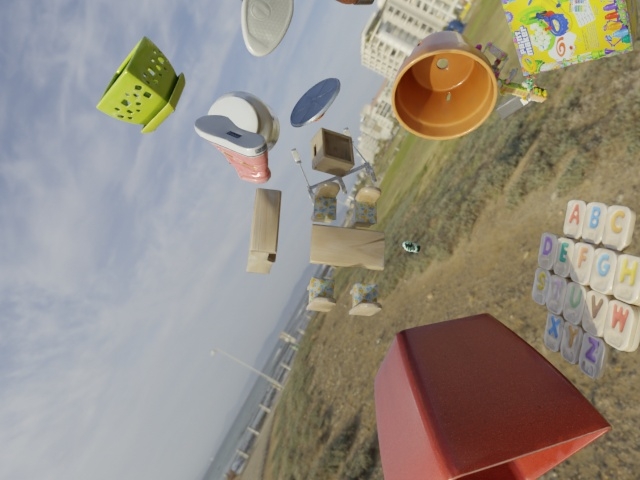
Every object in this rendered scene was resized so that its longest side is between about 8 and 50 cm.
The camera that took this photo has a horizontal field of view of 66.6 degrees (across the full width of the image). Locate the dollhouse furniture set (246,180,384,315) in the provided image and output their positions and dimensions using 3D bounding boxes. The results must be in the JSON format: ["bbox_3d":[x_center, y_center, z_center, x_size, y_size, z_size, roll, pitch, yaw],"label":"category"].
[{"bbox_3d":[0.000,0.000,1.376,0.256,0.394,0.362,120,154,-69],"label":"dollhouse furniture set"}]

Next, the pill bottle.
[{"bbox_3d":[-0.214,-0.319,1.358,0.176,0.176,0.318,-61,4,9],"label":"pill bottle"}]

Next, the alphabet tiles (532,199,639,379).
[{"bbox_3d":[0.441,0.073,0.824,0.284,0.021,0.278,-109,26,-80],"label":"alphabet tiles"}]

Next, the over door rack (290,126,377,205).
[{"bbox_3d":[0.047,-0.259,1.755,0.324,0.239,0.108,-111,-1,-49],"label":"over door rack"}]

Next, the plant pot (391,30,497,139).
[{"bbox_3d":[0.358,-0.472,1.431,0.291,0.290,0.203,118,167,-49],"label":"plant pot"}]

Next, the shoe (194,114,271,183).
[{"bbox_3d":[-0.159,-0.164,0.880,0.063,0.178,0.081,-39,-38,-30],"label":"shoe"}]

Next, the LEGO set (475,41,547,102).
[{"bbox_3d":[0.575,-0.520,1.488,0.132,0.287,0.107,-46,-14,-43],"label":"LEGO set"}]

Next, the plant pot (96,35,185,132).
[{"bbox_3d":[-0.623,-0.536,1.736,0.227,0.207,0.228,-29,40,35],"label":"plant pot"}]

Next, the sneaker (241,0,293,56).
[{"bbox_3d":[-0.126,-0.515,1.052,0.147,0.104,0.296,166,110,-67],"label":"sneaker"}]

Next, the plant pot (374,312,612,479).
[{"bbox_3d":[0.227,0.275,0.794,0.267,0.267,0.236,102,154,-46],"label":"plant pot"}]

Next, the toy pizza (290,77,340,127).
[{"bbox_3d":[-0.013,-0.424,1.519,0.201,0.032,0.201,-29,39,27],"label":"toy pizza"}]

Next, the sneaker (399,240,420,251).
[{"bbox_3d":[0.318,0.020,1.811,0.069,0.098,0.038,15,86,47],"label":"sneaker"}]

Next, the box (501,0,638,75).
[{"bbox_3d":[0.663,-0.640,1.303,0.279,0.290,0.177,-1,47,40],"label":"box"}]

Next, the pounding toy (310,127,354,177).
[{"bbox_3d":[0.036,-0.272,1.506,0.100,0.130,0.141,-41,45,50],"label":"pounding toy"}]

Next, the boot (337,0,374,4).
[{"bbox_3d":[0.018,-0.735,1.212,0.096,0.280,0.264,-113,27,-45],"label":"boot"}]

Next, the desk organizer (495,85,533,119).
[{"bbox_3d":[0.682,-0.481,1.696,0.130,0.047,0.050,-31,13,45],"label":"desk organizer"}]
